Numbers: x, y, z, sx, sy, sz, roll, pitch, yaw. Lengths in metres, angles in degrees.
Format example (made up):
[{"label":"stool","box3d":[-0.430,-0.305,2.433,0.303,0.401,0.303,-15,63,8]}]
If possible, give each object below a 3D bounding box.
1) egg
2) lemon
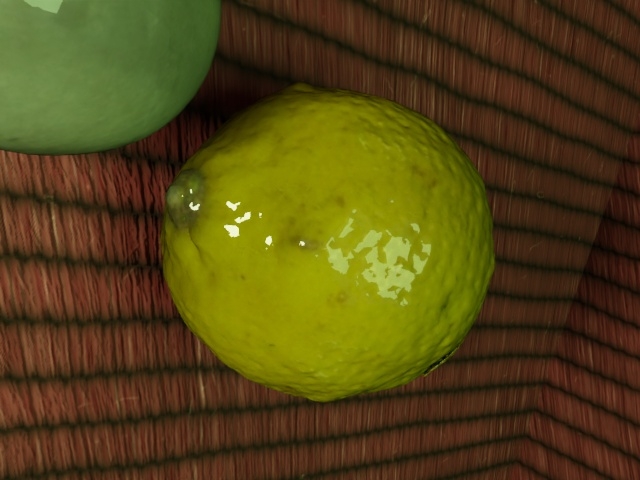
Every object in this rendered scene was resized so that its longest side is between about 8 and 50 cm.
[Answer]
[{"label":"egg","box3d":[-0.223,-0.195,0.738,0.352,0.258,0.258,28,86,-55]},{"label":"lemon","box3d":[0.000,0.000,1.061,0.387,0.350,0.350,12,100,-35]}]
